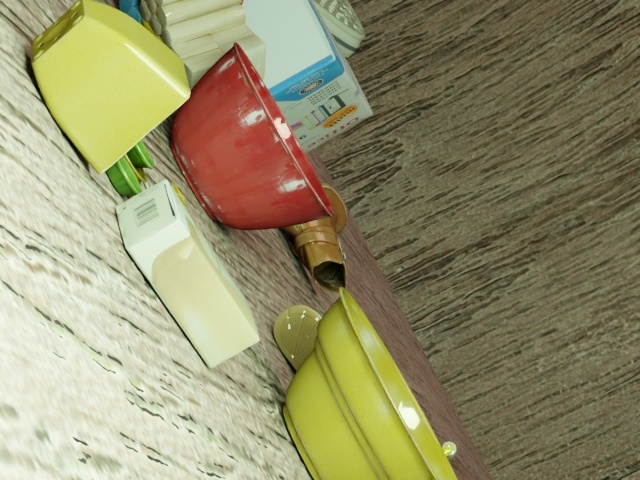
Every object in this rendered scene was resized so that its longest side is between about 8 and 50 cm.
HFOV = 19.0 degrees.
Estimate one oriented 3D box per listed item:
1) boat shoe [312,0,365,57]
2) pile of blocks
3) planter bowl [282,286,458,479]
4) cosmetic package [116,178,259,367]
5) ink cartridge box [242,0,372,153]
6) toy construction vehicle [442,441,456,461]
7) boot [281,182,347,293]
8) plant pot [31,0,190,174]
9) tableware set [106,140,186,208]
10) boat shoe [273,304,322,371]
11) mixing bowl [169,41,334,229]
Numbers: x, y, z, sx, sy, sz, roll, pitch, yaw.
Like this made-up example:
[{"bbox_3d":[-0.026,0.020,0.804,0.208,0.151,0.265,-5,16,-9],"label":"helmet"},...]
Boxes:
[{"bbox_3d":[-0.138,-0.320,2.277,0.500,0.156,0.186,31,29,-50],"label":"boat shoe"},{"bbox_3d":[-0.137,-0.287,1.818,0.149,0.113,0.362,8,-64,60],"label":"pile of blocks"},{"bbox_3d":[0.032,0.152,1.498,0.217,0.090,0.217,60,5,-8],"label":"planter bowl"},{"bbox_3d":[-0.088,0.022,1.271,0.115,0.041,0.060,58,5,-34],"label":"cosmetic package"},{"bbox_3d":[-0.071,-0.184,1.974,0.168,0.171,0.233,62,5,14],"label":"ink cartridge box"},{"bbox_3d":[0.075,0.212,1.693,0.035,0.098,0.086,45,-13,17],"label":"toy construction vehicle"},{"bbox_3d":[0.000,0.000,2.305,0.197,0.073,0.152,30,28,-58],"label":"boot"},{"bbox_3d":[-0.145,-0.109,1.253,0.083,0.081,0.081,45,10,-23],"label":"plant pot"},{"bbox_3d":[-0.132,-0.054,1.382,0.104,0.024,0.154,63,4,20],"label":"tableware set"},{"bbox_3d":[0.021,0.132,1.697,0.170,0.063,0.059,61,10,9],"label":"boat shoe"},{"bbox_3d":[-0.073,-0.078,1.729,0.181,0.098,0.181,61,3,-6],"label":"mixing bowl"}]
